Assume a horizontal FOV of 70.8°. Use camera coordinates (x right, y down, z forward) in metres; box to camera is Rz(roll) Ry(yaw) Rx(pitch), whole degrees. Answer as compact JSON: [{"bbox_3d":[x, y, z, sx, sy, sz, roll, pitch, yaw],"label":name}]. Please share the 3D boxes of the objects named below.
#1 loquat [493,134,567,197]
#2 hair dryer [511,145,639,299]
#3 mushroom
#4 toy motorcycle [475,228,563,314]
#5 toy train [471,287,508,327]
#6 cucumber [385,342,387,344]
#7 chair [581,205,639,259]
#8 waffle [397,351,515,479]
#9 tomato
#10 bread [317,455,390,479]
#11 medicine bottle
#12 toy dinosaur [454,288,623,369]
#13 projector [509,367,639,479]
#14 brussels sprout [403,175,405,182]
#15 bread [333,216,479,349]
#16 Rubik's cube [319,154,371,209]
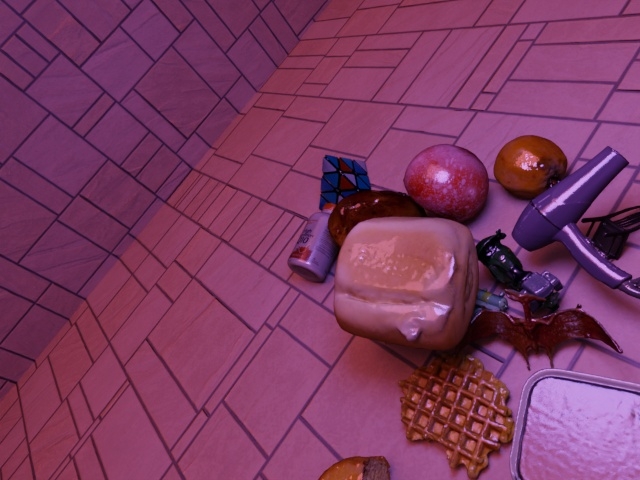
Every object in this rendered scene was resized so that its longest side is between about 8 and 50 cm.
[{"bbox_3d":[0.633,-0.224,1.362,0.187,0.176,0.234,-52,35,18],"label":"loquat"},{"bbox_3d":[0.655,-0.008,1.043,0.301,0.121,0.361,-51,50,31],"label":"hair dryer"},{"bbox_3d":[0.205,-0.033,1.546,0.344,0.260,0.346,-5,36,4],"label":"mushroom"},{"bbox_3d":[0.509,0.077,1.197,0.124,0.187,0.275,-43,41,2],"label":"toy motorcycle"},{"bbox_3d":[0.429,0.176,1.264,0.200,0.083,0.132,22,70,47],"label":"toy train"},{"bbox_3d":[0.189,0.260,1.429,0.039,0.039,0.168,-25,42,23],"label":"cucumber"},{"bbox_3d":[0.764,-0.017,1.157,0.212,0.102,0.084,-11,39,-17],"label":"chair"},{"bbox_3d":[0.334,0.429,1.150,0.281,0.058,0.301,-45,41,1],"label":"waffle"},{"bbox_3d":[0.407,-0.188,1.435,0.227,0.270,0.270,-54,38,17],"label":"tomato"},{"bbox_3d":[0.051,0.682,1.068,0.178,0.194,0.340,-7,56,27],"label":"bread"},{"bbox_3d":[0.000,0.000,1.712,0.156,0.157,0.289,5,61,42],"label":"medicine bottle"},{"bbox_3d":[0.509,0.230,1.068,0.327,0.207,0.112,19,27,28],"label":"toy dinosaur"},{"bbox_3d":[0.527,0.415,0.853,0.248,0.249,0.248,2,58,39],"label":"projector"},{"bbox_3d":[0.346,-0.214,1.692,0.050,0.046,0.083,-33,51,8],"label":"brussels sprout"},{"bbox_3d":[0.222,0.108,1.206,0.375,0.253,0.348,1,71,33],"label":"bread"},{"bbox_3d":[0.157,-0.256,1.861,0.249,0.285,0.234,22,48,22],"label":"Rubik's cube"}]
